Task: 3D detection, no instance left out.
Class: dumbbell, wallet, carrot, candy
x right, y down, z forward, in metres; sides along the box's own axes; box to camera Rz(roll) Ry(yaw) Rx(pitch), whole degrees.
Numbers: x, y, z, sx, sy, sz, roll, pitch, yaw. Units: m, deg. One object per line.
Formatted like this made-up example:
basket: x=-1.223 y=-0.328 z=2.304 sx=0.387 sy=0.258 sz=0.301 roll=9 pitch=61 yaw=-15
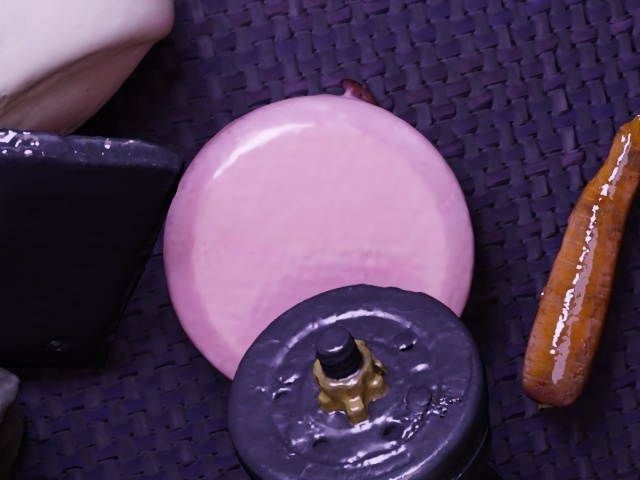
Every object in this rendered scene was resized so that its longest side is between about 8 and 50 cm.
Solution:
dumbbell: x=0.056 y=0.183 z=1.361 sx=0.185 sy=0.185 sz=0.388 roll=-21 pitch=138 yaw=-1
wallet: x=-0.199 y=0.017 z=1.362 sx=0.146 sy=0.285 sz=0.030 roll=4 pitch=54 yaw=-19
carrot: x=0.214 y=0.018 z=1.486 sx=0.059 sy=0.059 sz=0.248 roll=17 pitch=90 yaw=-4
candy: x=0.000 y=0.000 z=1.452 sx=0.255 sy=0.094 sz=0.255 roll=0 pitch=95 yaw=-2

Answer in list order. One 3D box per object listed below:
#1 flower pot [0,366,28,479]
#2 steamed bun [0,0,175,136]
flower pot: x=-0.325 y=0.234 z=1.366 sx=0.213 sy=0.302 sz=0.301 roll=0 pitch=95 yaw=-5
steamed bun: x=-0.366 y=-0.180 z=1.321 sx=0.456 sy=0.290 sz=0.371 roll=-33 pitch=95 yaw=0
